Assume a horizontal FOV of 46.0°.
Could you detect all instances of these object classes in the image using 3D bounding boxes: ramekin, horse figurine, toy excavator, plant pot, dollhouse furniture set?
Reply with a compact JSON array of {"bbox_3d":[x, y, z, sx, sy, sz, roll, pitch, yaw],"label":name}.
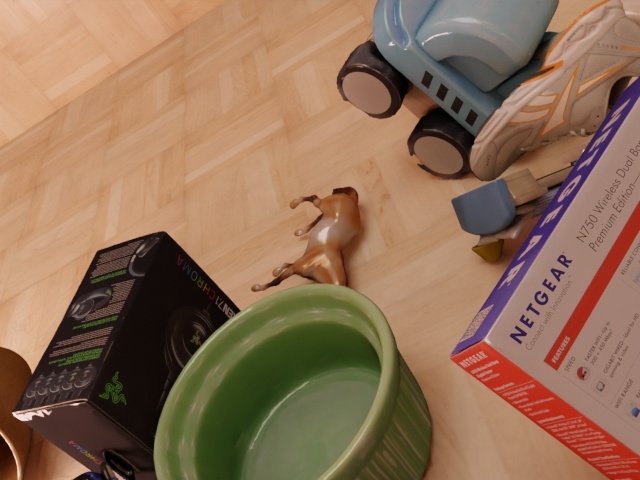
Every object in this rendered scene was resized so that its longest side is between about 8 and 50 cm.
[{"bbox_3d":[-0.023,0.211,0.858,0.304,0.148,0.303,-23,37,19],"label":"ramekin"},{"bbox_3d":[0.000,0.000,1.161,0.175,0.066,0.263,-9,45,43],"label":"horse figurine"},{"bbox_3d":[0.299,-0.251,1.022,0.222,0.433,0.445,-57,11,-27],"label":"toy excavator"},{"bbox_3d":[-0.561,0.282,1.207,0.237,0.237,0.254,-31,21,9],"label":"plant pot"},{"bbox_3d":[0.355,-0.025,0.881,0.287,0.198,0.303,-21,-1,-15],"label":"dollhouse furniture set"}]

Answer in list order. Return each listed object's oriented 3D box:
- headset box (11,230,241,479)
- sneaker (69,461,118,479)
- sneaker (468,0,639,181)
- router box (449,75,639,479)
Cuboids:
[{"bbox_3d":[-0.222,0.178,0.985,0.131,0.246,0.283,-15,39,29],"label":"headset box"},{"bbox_3d":[-0.214,0.339,0.798,0.316,0.182,0.127,-13,15,40],"label":"sneaker"},{"bbox_3d":[0.287,-0.149,0.894,0.099,0.121,0.262,-28,-19,-54],"label":"sneaker"},{"bbox_3d":[0.325,0.050,0.628,0.335,0.301,0.082,-51,-4,-20],"label":"router box"}]
